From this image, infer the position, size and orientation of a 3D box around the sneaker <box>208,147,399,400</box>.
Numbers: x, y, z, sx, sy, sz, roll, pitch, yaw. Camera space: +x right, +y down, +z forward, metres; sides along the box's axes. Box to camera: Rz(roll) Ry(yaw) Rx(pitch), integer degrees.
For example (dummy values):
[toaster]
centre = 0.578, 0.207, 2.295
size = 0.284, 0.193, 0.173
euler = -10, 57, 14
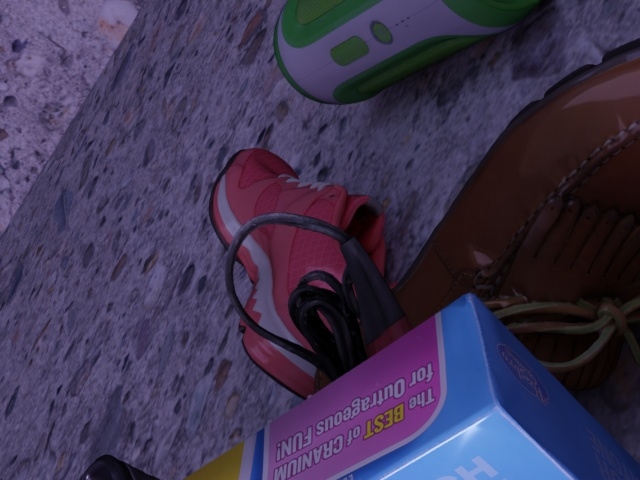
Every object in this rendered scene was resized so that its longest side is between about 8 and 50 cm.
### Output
[sneaker]
centre = 0.001, 0.001, 1.176
size = 0.136, 0.116, 0.314
euler = -45, 33, 18

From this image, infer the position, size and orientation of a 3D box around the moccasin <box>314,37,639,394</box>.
[moccasin]
centre = 0.122, 0.036, 0.783
size = 0.380, 0.139, 0.147
euler = -46, 44, 34

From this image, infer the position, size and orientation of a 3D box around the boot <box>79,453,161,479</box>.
[boot]
centre = -0.059, 0.186, 0.904
size = 0.118, 0.222, 0.338
euler = -63, 21, 3

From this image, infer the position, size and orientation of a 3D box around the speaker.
[speaker]
centre = 0.070, -0.203, 1.187
size = 0.296, 0.131, 0.131
euler = -19, 49, 61

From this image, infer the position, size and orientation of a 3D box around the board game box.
[board game box]
centre = 0.010, 0.189, 0.601
size = 0.316, 0.242, 0.064
euler = -35, 32, 20

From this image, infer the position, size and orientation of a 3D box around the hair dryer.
[hair dryer]
centre = 0.057, 0.130, 0.727
size = 0.080, 0.293, 0.224
euler = -43, -32, -38
